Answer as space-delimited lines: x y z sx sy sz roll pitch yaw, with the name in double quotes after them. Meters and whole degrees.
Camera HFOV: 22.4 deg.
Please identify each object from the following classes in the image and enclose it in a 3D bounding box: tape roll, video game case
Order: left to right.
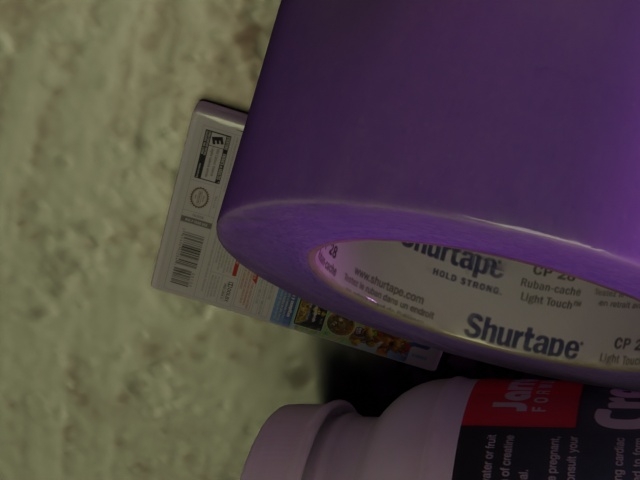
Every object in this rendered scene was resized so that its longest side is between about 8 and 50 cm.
0.000 0.000 0.639 0.122 0.011 0.087 17 123 -1 "video game case"
0.067 -0.014 0.514 0.189 0.080 0.189 15 167 3 "tape roll"

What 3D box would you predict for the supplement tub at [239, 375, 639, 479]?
0.115 0.147 0.600 0.272 0.191 0.191 0 122 14 "supplement tub"
